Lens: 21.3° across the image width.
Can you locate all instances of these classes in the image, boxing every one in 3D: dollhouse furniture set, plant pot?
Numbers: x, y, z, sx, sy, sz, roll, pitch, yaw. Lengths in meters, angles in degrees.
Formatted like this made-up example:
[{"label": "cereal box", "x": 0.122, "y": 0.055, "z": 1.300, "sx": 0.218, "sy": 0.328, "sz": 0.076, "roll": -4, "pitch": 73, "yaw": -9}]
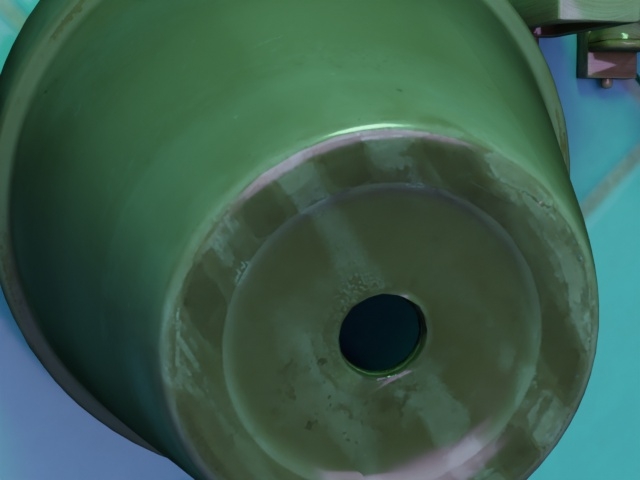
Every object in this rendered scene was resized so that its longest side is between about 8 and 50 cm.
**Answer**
[{"label": "dollhouse furniture set", "x": 0.188, "y": -0.084, "z": 0.978, "sx": 0.151, "sy": 0.144, "sz": 0.123, "roll": -1, "pitch": 92, "yaw": -17}, {"label": "plant pot", "x": 0.000, "y": 0.000, "z": 0.827, "sx": 0.323, "sy": 0.280, "sz": 0.323, "roll": -3, "pitch": 106, "yaw": -11}]
